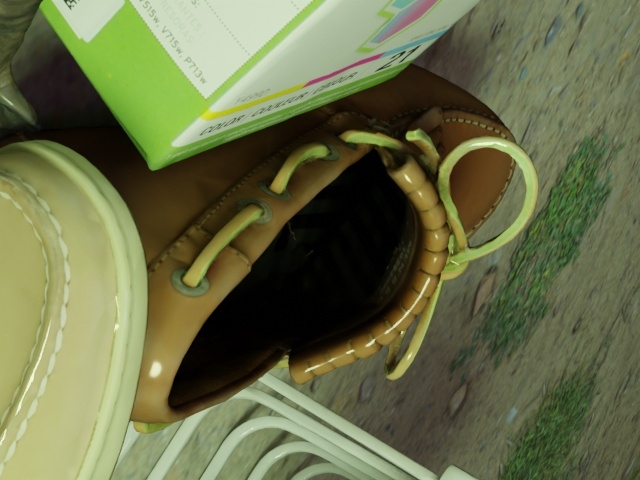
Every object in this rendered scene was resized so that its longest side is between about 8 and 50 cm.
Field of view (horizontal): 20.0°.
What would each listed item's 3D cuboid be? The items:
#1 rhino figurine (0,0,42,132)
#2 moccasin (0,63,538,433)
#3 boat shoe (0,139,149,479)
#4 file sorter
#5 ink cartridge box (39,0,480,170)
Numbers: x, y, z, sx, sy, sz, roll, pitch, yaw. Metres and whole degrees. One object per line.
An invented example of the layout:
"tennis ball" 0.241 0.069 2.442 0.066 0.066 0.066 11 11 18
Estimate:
"rhino figurine" -0.097 -0.108 0.530 0.243 0.073 0.106 -68 168 24
"moccasin" 0.001 -0.003 0.779 0.380 0.147 0.139 -10 125 -64
"boat shoe" -0.163 0.098 0.568 0.302 0.109 0.098 -54 153 14
"file sorter" -0.014 0.196 0.953 0.193 0.173 0.278 -57 158 -10
"ink cartridge box" 0.042 -0.150 0.614 0.255 0.097 0.189 -39 174 33
